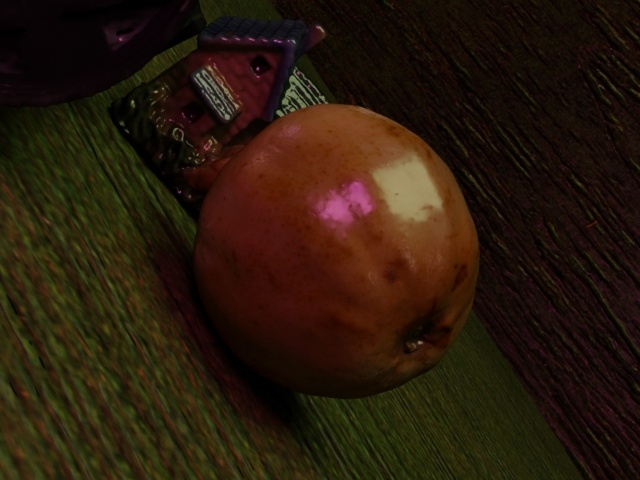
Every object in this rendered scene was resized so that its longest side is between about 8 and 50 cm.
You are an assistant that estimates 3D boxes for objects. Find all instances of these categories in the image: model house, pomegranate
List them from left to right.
[{"bbox_3d":[-0.050,-0.106,0.908,0.183,0.172,0.166,53,9,-13],"label":"model house"},{"bbox_3d":[0.012,0.009,0.739,0.207,0.207,0.207,52,11,-14],"label":"pomegranate"}]

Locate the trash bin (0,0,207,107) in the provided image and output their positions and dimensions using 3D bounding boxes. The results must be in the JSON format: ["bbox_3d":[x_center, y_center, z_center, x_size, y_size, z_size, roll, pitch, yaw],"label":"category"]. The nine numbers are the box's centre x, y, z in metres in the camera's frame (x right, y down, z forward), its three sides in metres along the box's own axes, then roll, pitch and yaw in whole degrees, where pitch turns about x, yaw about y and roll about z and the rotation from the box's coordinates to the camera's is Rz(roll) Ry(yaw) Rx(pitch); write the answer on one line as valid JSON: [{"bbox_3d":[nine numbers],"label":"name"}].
[{"bbox_3d":[-0.161,-0.220,0.638,0.277,0.217,0.262,61,8,-21],"label":"trash bin"}]
